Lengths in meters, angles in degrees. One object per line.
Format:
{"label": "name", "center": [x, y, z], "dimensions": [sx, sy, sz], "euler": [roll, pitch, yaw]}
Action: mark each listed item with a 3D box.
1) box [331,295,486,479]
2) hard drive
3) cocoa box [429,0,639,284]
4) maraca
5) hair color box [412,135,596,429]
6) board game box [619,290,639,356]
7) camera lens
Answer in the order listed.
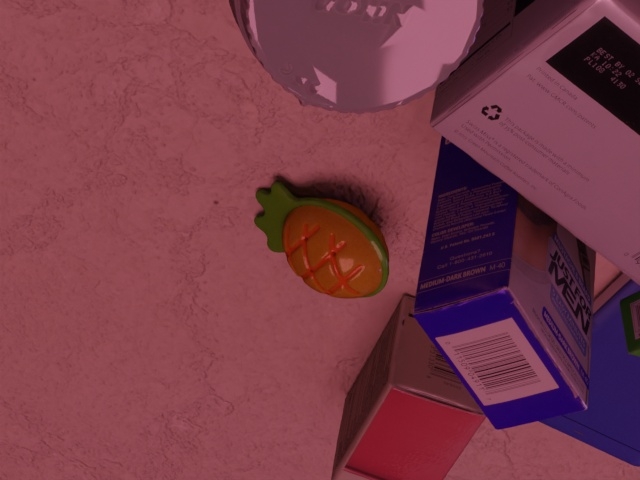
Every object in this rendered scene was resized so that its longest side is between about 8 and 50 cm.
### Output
{"label": "box", "center": [0.114, 0.206, 1.968], "dimensions": [0.126, 0.149, 0.232], "euler": [18, 137, -7]}
{"label": "hard drive", "center": [0.395, 0.147, 1.919], "dimensions": [0.210, 0.040, 0.319], "euler": [26, 135, -13]}
{"label": "cocoa box", "center": [0.311, -0.145, 1.503], "dimensions": [0.347, 0.228, 0.231], "euler": [34, 133, -22]}
{"label": "maraca", "center": [0.000, 0.000, 1.826], "dimensions": [0.185, 0.099, 0.127], "euler": [28, 135, 22]}
{"label": "hair color box", "center": [0.196, -0.002, 1.596], "dimensions": [0.110, 0.339, 0.185], "euler": [-17, 129, 26]}
{"label": "board game box", "center": [0.512, 0.079, 1.664], "dimensions": [0.316, 0.064, 0.242], "euler": [15, 149, -34]}
{"label": "camera lens", "center": [0.022, -0.263, 1.395], "dimensions": [0.219, 0.274, 0.219], "euler": [-4, 124, -5]}
